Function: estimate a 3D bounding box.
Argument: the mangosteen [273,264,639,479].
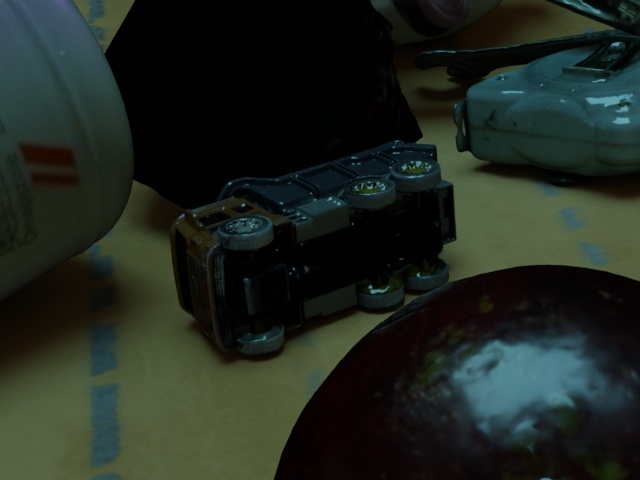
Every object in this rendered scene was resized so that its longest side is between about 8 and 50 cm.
[{"bbox_3d":[0.090,0.118,0.656,0.215,0.215,0.257,-5,-7,6],"label":"mangosteen"}]

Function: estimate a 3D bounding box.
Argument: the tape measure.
[{"bbox_3d":[0.265,-0.083,1.161,0.330,0.084,0.164,10,34,37],"label":"tape measure"}]

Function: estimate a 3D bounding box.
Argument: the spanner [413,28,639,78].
[{"bbox_3d":[0.198,-0.152,1.309,0.302,0.018,0.071,-3,-12,43],"label":"spanner"}]

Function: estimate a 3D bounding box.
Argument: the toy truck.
[{"bbox_3d":[0.000,0.000,1.055,0.192,0.083,0.092,-19,27,-27],"label":"toy truck"}]

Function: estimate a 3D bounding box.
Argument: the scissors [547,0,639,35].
[{"bbox_3d":[0.121,-0.225,1.261,0.289,0.041,0.138,29,40,18],"label":"scissors"}]

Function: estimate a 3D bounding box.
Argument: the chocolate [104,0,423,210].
[{"bbox_3d":[-0.022,-0.091,1.240,0.224,0.206,0.177,27,-4,37],"label":"chocolate"}]

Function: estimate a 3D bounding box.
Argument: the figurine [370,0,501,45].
[{"bbox_3d":[0.034,-0.264,1.450,0.253,0.211,0.361,43,40,2],"label":"figurine"}]

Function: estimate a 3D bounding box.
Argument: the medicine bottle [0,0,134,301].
[{"bbox_3d":[-0.295,-0.041,1.034,0.302,0.241,0.241,-34,34,-28],"label":"medicine bottle"}]
